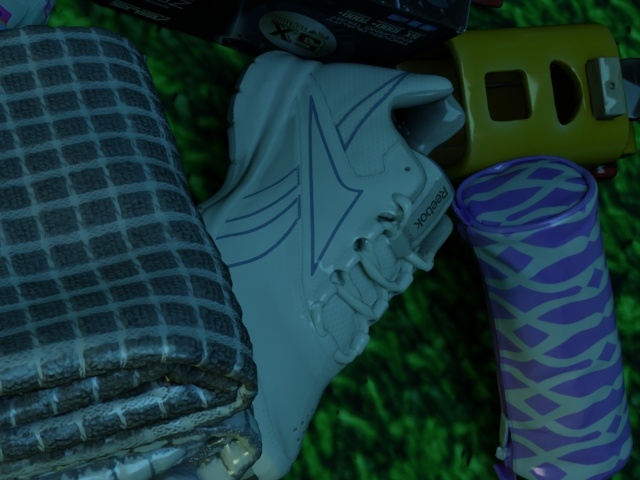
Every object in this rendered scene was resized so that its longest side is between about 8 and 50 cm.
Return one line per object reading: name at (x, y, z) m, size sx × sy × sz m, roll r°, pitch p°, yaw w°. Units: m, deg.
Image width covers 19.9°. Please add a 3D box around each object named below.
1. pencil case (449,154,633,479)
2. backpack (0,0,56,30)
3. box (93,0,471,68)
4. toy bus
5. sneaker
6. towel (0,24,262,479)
pencil case at (0.131, 0.052, 1.080) m, size 0.088 × 0.086 × 0.206 m, roll -13°, pitch 118°, yaw -2°
backpack at (-0.228, -0.156, 0.960) m, size 0.182 × 0.115 × 0.152 m, roll 43°, pitch 65°, yaw -17°
box at (-0.022, -0.162, 1.038) m, size 0.180 × 0.147 × 0.077 m, roll 16°, pitch 76°, yaw -23°
toy bus at (0.146, -0.086, 1.129) m, size 0.191 × 0.104 × 0.202 m, roll 39°, pitch 69°, yaw -16°
sneaker at (0.000, 0.000, 0.975) m, size 0.111 × 0.129 × 0.297 m, roll 66°, pitch 29°, yaw -44°
towel at (-0.188, 0.025, 0.811) m, size 0.284 × 0.121 × 0.235 m, roll -13°, pitch 48°, yaw -12°
